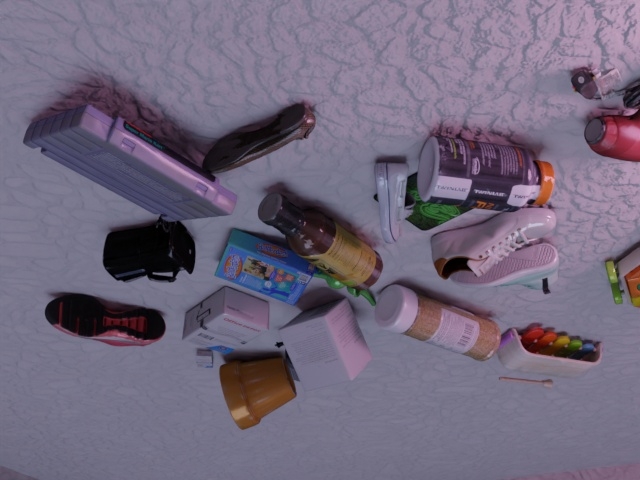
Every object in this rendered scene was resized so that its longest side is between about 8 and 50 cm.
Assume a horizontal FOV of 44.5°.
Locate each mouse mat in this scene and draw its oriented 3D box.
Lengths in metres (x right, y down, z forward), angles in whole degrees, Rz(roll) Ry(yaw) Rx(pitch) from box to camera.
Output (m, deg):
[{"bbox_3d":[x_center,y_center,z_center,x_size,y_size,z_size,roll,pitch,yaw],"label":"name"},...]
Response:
[{"bbox_3d":[0.228,-0.084,1.687,0.153,0.007,0.190,-28,139,36],"label":"mouse mat"}]

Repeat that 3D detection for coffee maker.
[{"bbox_3d":[-0.394,0.013,1.760,0.178,0.120,0.171,-11,123,14],"label":"coffee maker"}]

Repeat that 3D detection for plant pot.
[{"bbox_3d":[-0.180,0.441,2.355,0.188,0.205,0.205,-21,145,2],"label":"plant pot"}]

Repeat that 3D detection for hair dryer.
[{"bbox_3d":[0.586,-0.223,1.402,0.224,0.080,0.293,-15,145,21],"label":"hair dryer"}]

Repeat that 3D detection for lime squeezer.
[{"bbox_3d":[0.053,0.113,1.950,0.310,0.058,0.110,22,141,-32],"label":"lime squeezer"}]

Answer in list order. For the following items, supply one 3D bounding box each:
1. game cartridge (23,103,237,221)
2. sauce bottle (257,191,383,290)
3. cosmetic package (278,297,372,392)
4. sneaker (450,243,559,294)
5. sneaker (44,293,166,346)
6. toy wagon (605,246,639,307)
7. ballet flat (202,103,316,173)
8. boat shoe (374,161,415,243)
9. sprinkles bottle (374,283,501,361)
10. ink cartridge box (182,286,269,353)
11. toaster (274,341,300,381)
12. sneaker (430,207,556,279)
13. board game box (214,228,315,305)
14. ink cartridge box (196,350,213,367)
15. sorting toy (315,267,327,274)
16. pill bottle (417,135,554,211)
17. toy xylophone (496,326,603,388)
[{"bbox_3d":[-0.354,-0.138,1.492,0.230,0.068,0.355,-9,150,42],"label":"game cartridge"},{"bbox_3d":[0.000,0.000,1.726,0.111,0.111,0.344,-24,139,32],"label":"sauce bottle"},{"bbox_3d":[0.015,0.271,2.035,0.151,0.183,0.151,-20,-175,28],"label":"cosmetic package"},{"bbox_3d":[0.447,0.089,1.879,0.256,0.094,0.151,-10,149,18],"label":"sneaker"},{"bbox_3d":[-0.582,0.237,2.090,0.314,0.115,0.136,15,146,-22],"label":"sneaker"},{"bbox_3d":[0.823,0.064,1.861,0.267,0.068,0.344,-14,145,20],"label":"toy wagon"},{"bbox_3d":[-0.115,-0.181,1.474,0.250,0.084,0.058,-24,140,23],"label":"ballet flat"},{"bbox_3d":[0.160,-0.072,1.623,0.076,0.083,0.226,-3,144,10],"label":"boat shoe"},{"bbox_3d":[0.312,0.221,2.058,0.355,0.121,0.121,22,142,-30],"label":"sprinkles bottle"},{"bbox_3d":[-0.251,0.216,2.082,0.148,0.085,0.203,25,139,-32],"label":"ink cartridge box"},{"bbox_3d":[-0.013,0.333,2.228,0.227,0.129,0.146,-2,150,0],"label":"toaster"},{"bbox_3d":[0.391,0.020,1.745,0.290,0.123,0.106,-19,141,25],"label":"sneaker"},{"bbox_3d":[-0.131,0.066,1.842,0.210,0.047,0.160,22,144,-8],"label":"board game box"},{"bbox_3d":[-0.348,0.353,2.350,0.048,0.028,0.083,2,148,-4],"label":"ink cartridge box"},{"bbox_3d":[-0.002,0.050,1.865,0.102,0.061,0.042,33,170,-31],"label":"sorting toy"},{"bbox_3d":[0.321,-0.124,1.509,0.246,0.130,0.130,6,147,-9],"label":"pill bottle"},{"bbox_3d":[0.653,0.347,2.291,0.323,0.081,0.236,15,144,-23],"label":"toy xylophone"}]
